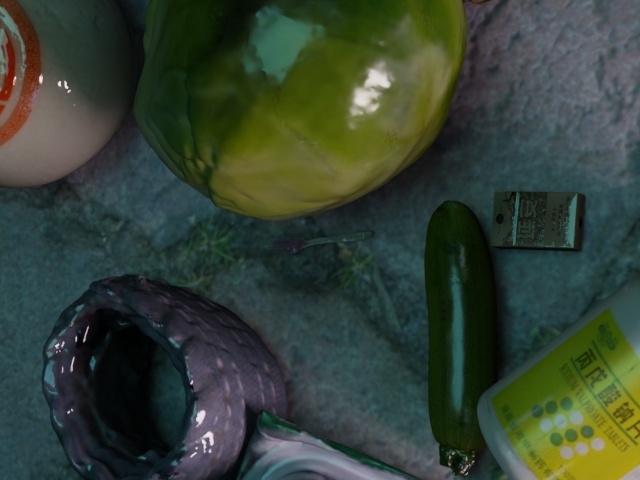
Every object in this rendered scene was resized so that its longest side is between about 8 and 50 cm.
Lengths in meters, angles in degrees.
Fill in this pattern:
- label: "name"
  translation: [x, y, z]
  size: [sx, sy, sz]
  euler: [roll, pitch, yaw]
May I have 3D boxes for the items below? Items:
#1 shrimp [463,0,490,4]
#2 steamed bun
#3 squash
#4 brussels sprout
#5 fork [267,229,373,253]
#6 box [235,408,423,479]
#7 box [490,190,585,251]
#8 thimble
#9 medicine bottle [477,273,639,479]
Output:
- label: "shrimp"
  translation: [0.089, -0.312, 1.466]
  size: [0.294, 0.062, 0.154]
  euler: [12, 94, 29]
- label: "steamed bun"
  translation: [-0.344, -0.190, 1.582]
  size: [0.283, 0.177, 0.283]
  euler: [3, 100, 17]
- label: "squash"
  translation: [0.130, 0.087, 1.373]
  size: [0.069, 0.069, 0.258]
  euler: [-7, 79, 28]
- label: "brussels sprout"
  translation: [-0.014, -0.173, 1.398]
  size: [0.344, 0.268, 0.344]
  euler: [-27, 56, 49]
- label: "fork"
  translation: [0.001, 0.001, 1.494]
  size: [0.115, 0.012, 0.016]
  euler: [-8, 82, 23]
- label: "box"
  translation: [-0.008, 0.359, 1.343]
  size: [0.264, 0.106, 0.337]
  euler: [23, 93, 11]
- label: "box"
  translation: [0.199, -0.018, 1.375]
  size: [0.083, 0.024, 0.053]
  euler: [1, 82, 28]
- label: "thimble"
  translation: [-0.156, 0.149, 1.466]
  size: [0.205, 0.172, 0.236]
  euler: [-29, 67, 19]
- label: "medicine bottle"
  translation: [0.268, 0.114, 1.247]
  size: [0.258, 0.143, 0.143]
  euler: [-40, 65, 17]
